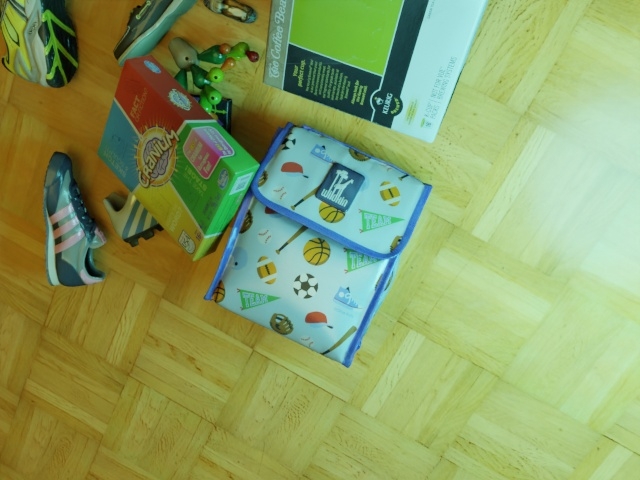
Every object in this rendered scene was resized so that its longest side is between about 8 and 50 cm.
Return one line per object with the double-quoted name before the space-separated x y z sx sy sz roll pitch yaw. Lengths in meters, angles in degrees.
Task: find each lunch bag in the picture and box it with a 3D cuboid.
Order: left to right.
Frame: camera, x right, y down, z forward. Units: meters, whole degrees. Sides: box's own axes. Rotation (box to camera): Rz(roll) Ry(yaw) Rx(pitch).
"lunch bag" 0.000 0.000 1.317 0.327 0.239 0.386 26 97 5

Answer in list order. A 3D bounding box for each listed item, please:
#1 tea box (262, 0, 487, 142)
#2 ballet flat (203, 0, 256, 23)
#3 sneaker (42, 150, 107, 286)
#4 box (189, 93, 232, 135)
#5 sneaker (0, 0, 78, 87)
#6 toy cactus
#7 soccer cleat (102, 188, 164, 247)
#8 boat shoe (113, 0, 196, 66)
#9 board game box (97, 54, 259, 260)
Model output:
"tea box" 0.101 -0.389 1.088 0.323 0.220 0.329 21 140 6
"ballet flat" -0.180 -0.452 1.300 0.114 0.041 0.041 22 113 7
"sneaker" -0.549 -0.044 1.521 0.131 0.112 0.319 4 114 -5
"box" -0.266 -0.245 1.402 0.162 0.029 0.116 9 110 12
"sneaker" -0.591 -0.502 1.334 0.147 0.145 0.385 8 110 11
"toy cactus" -0.236 -0.333 1.326 0.219 0.112 0.181 -43 66 13
"soccer cleat" -0.326 -0.106 1.420 0.331 0.116 0.143 -26 101 22
"boat shoe" -0.334 -0.441 1.326 0.227 0.081 0.069 -40 93 16
"board game box" -0.281 -0.154 1.273 0.316 0.064 0.242 45 130 15
